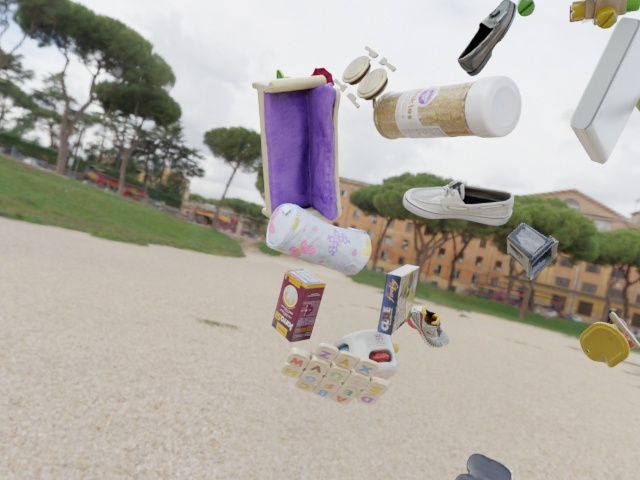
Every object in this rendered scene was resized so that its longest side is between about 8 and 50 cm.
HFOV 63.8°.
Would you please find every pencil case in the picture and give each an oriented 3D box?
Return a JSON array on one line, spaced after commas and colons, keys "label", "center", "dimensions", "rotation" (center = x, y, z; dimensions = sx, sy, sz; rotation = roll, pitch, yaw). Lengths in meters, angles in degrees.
[{"label": "pencil case", "center": [0.000, 0.000, 1.284], "dimensions": [0.273, 0.124, 0.114], "rotation": [19, 35, -33]}]

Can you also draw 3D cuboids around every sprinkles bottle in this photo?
[{"label": "sprinkles bottle", "center": [0.269, -0.289, 1.159], "dimensions": [0.121, 0.121, 0.355], "rotation": [15, 0, -33]}]

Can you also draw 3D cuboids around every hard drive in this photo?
[{"label": "hard drive", "center": [0.585, -0.281, 1.032], "dimensions": [0.040, 0.203, 0.307], "rotation": [29, 12, 32]}]

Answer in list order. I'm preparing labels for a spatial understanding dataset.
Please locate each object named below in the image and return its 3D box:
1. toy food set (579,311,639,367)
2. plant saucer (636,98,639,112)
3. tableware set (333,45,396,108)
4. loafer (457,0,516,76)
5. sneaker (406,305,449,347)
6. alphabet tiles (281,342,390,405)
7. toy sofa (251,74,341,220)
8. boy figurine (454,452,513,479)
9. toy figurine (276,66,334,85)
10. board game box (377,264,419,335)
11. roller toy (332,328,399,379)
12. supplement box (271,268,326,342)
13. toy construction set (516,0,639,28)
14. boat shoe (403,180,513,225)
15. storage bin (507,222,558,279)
[{"label": "toy food set", "center": [0.875, 0.292, 1.536], "dimensions": [0.071, 0.128, 0.218], "rotation": [-25, -27, -21]}, {"label": "plant saucer", "center": [0.825, -0.318, 1.257], "dimensions": [0.240, 0.241, 0.037], "rotation": [15, -38, -31]}, {"label": "tableware set", "center": [0.114, -0.398, 1.269], "dimensions": [0.039, 0.128, 0.194], "rotation": [36, 17, -37]}, {"label": "loafer", "center": [0.540, -0.671, 1.670], "dimensions": [0.084, 0.268, 0.096], "rotation": [27, 4, -27]}, {"label": "sneaker", "center": [0.407, 0.319, 1.883], "dimensions": [0.092, 0.088, 0.225], "rotation": [-23, -53, 38]}, {"label": "alphabet tiles", "center": [0.037, 0.373, 1.398], "dimensions": [0.283, 0.021, 0.278], "rotation": [21, -41, -5]}, {"label": "toy sofa", "center": [-0.057, -0.217, 1.278], "dimensions": [0.150, 0.363, 0.177], "rotation": [-15, 28, -28]}, {"label": "boy figurine", "center": [0.326, 0.526, 0.998], "dimensions": [0.092, 0.177, 0.285], "rotation": [22, -35, 37]}, {"label": "toy figurine", "center": [-0.031, -0.456, 1.533], "dimensions": [0.159, 0.130, 0.173], "rotation": [-19, 48, -9]}, {"label": "board game box", "center": [0.228, 0.164, 1.482], "dimensions": [0.042, 0.165, 0.243], "rotation": [11, 7, 21]}, {"label": "roller toy", "center": [0.139, 0.360, 1.602], "dimensions": [0.209, 0.146, 0.191], "rotation": [-16, -26, 9]}, {"label": "supplement box", "center": [-0.066, 0.191, 1.518], "dimensions": [0.080, 0.188, 0.104], "rotation": [0, 22, -43]}, {"label": "toy construction set", "center": [0.560, -0.470, 0.927], "dimensions": [0.308, 0.237, 0.258], "rotation": [17, -45, 0]}, {"label": "boat shoe", "center": [0.341, -0.103, 1.278], "dimensions": [0.267, 0.096, 0.088], "rotation": [13, -40, 16]}, {"label": "storage bin", "center": [0.505, 0.017, 1.233], "dimensions": [0.091, 0.098, 0.135], "rotation": [47, -1, 28]}]
